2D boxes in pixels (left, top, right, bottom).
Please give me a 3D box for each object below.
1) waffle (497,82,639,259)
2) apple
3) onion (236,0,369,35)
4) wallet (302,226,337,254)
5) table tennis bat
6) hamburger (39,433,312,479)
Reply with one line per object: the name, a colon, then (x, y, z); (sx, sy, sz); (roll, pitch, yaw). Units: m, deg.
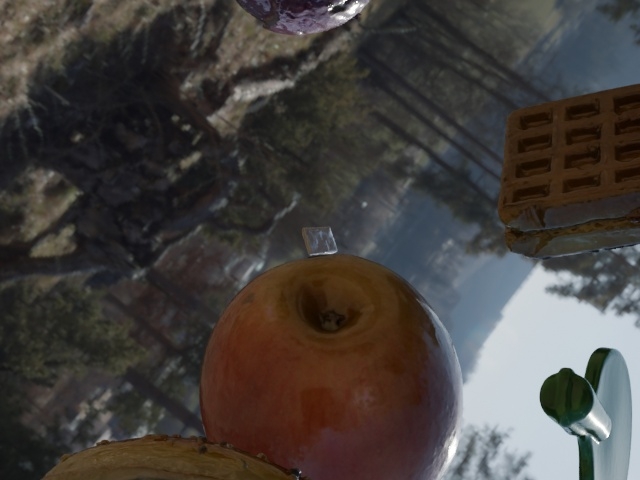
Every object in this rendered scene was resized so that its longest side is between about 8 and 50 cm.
waffle: (0.387, -0.096, 1.084); (0.098, 0.327, 0.224); (57, 35, -37)
apple: (0.019, 0.194, 1.211); (0.364, 0.364, 0.364); (-51, 171, -11)
onion: (-0.027, -0.394, 1.046); (0.348, 0.159, 0.267); (6, 90, -58)
wallet: (0.000, 0.000, 1.347); (0.011, 0.044, 0.083); (-19, 172, 27)
table tennis bat: (0.228, 0.157, 0.739); (0.257, 0.039, 0.160); (41, 55, -55)
hamburger: (-0.090, 0.261, 0.674); (0.300, 0.300, 0.176); (115, 0, -54)
